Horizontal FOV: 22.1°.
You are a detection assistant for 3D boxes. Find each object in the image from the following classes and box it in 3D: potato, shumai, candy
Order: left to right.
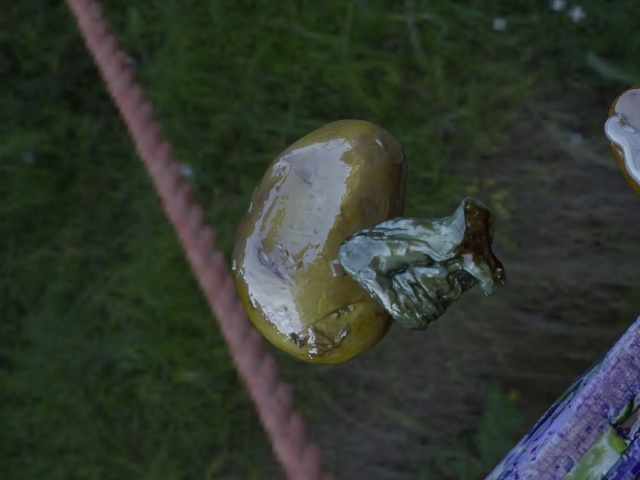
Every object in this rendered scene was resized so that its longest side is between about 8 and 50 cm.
[{"bbox_3d":[0.000,0.000,1.160,0.137,0.137,0.176,-175,91,-72],"label":"potato"},{"bbox_3d":[0.061,0.005,0.927,0.080,0.083,0.082,-48,36,7],"label":"shumai"},{"bbox_3d":[0.186,0.189,1.278,0.312,0.088,0.061,-44,-7,-15],"label":"candy"}]

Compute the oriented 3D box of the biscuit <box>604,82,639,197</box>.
[{"bbox_3d":[0.366,-0.123,1.147,0.283,0.064,0.432,57,138,18],"label":"biscuit"}]
